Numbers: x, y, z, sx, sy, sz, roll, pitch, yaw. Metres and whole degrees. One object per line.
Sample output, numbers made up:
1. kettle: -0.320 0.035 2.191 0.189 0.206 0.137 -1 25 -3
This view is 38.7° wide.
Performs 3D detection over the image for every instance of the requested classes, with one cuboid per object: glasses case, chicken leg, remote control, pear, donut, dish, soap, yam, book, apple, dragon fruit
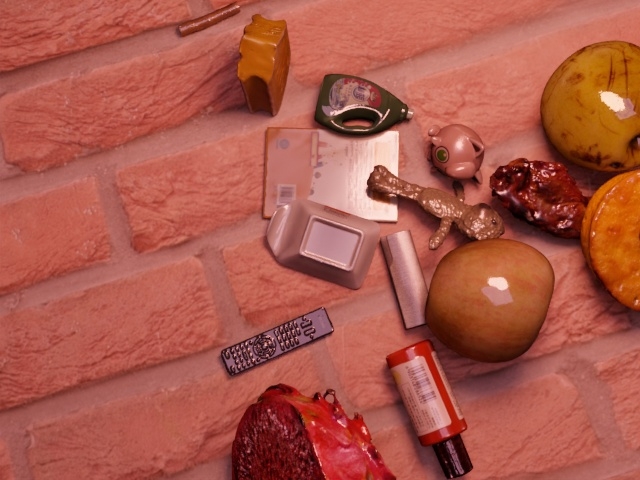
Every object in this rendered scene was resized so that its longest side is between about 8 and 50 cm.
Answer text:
1. glasses case: 0.187 0.083 1.941 0.071 0.047 0.205 -15 80 0
2. chicken leg: 0.546 -0.082 1.933 0.407 0.096 0.158 7 106 -8
3. remote control: -0.092 0.214 1.935 0.245 0.025 0.063 -22 81 -3
4. pear: 0.598 -0.271 1.882 0.283 0.283 0.283 0 79 1
5. donut: 0.665 -0.008 1.872 0.303 0.110 0.303 -2 102 -11
6. dish: 0.000 0.000 1.942 0.234 0.064 0.154 18 88 4
7. soap: -0.117 -0.378 1.926 0.080 0.257 0.160 10 80 3
8. yam: -0.251 -0.502 2.069 0.145 0.032 0.032 -24 80 -2
9. book: 0.025 -0.146 2.000 0.295 0.020 0.208 2 79 2
10. apple: 0.335 0.114 1.829 0.234 0.257 0.257 19 80 12
11. dragon fruit: -0.002 0.468 1.745 0.249 0.386 0.371 -2 105 -35

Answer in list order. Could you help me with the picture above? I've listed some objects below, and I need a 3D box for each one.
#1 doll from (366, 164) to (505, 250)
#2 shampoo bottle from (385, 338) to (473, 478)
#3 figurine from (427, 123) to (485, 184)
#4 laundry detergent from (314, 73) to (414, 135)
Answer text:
1. doll: 0.252 -0.083 1.939 0.203 0.091 0.286 -18 49 -43
2. shampoo bottle: 0.231 0.347 1.861 0.104 0.104 0.278 -22 79 -3
3. figurine: 0.291 -0.186 1.949 0.138 0.125 0.125 35 82 27
4. laundry detergent: 0.098 -0.288 2.001 0.211 0.063 0.137 14 67 3
